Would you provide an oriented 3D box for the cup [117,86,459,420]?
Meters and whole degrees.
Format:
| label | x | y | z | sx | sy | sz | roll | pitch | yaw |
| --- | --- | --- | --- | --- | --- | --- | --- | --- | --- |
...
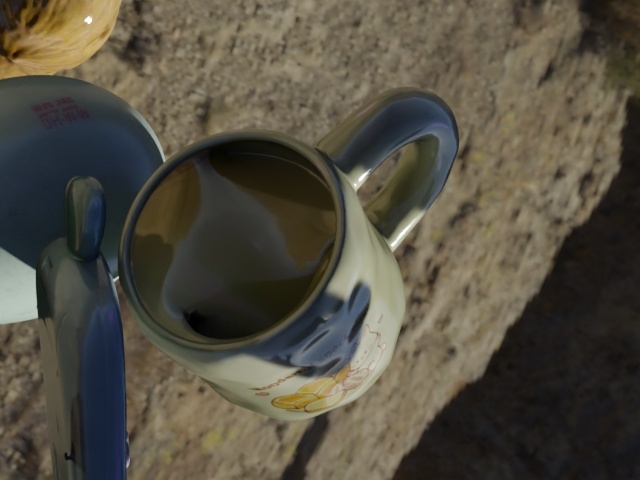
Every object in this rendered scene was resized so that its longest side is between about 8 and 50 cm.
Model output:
| label | x | y | z | sx | sy | sz | roll | pitch | yaw |
| --- | --- | --- | --- | --- | --- | --- | --- | --- | --- |
| cup | -0.019 | -0.004 | 0.894 | 0.255 | 0.173 | 0.202 | -66 | 158 | -13 |

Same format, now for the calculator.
| label | x | y | z | sx | sy | sz | roll | pitch | yaw |
| --- | --- | --- | --- | --- | --- | --- | --- | --- | --- |
| calculator | -0.155 | 0.102 | 0.788 | 0.041 | 0.185 | 0.299 | -4 | 108 | -17 |

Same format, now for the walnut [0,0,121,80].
| label | x | y | z | sx | sy | sz | roll | pitch | yaw |
| --- | --- | --- | --- | --- | --- | --- | --- | --- | --- |
| walnut | -0.268 | -0.251 | 1.101 | 0.195 | 0.195 | 0.222 | 50 | 34 | -56 |

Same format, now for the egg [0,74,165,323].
| label | x | y | z | sx | sy | sz | roll | pitch | yaw |
| --- | --- | --- | --- | --- | --- | --- | --- | --- | --- |
| egg | -0.238 | -0.028 | 0.929 | 0.264 | 0.183 | 0.183 | -26 | 131 | -36 |
